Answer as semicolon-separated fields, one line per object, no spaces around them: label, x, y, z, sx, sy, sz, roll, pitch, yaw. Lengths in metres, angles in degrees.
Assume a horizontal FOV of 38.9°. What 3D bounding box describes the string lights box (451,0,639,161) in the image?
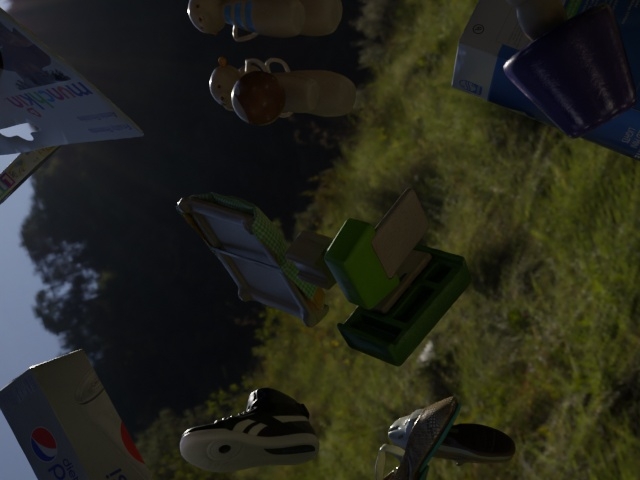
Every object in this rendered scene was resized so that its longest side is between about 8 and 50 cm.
string lights box;0.252;-0.145;0.726;0.133;0.260;0.077;-62;-12;-17

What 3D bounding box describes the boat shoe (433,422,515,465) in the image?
boat shoe;0.250;0.364;1.592;0.068;0.190;0.072;-50;-42;-47

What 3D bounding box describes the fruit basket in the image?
fruit basket;-0.364;-0.168;0.729;0.353;0.327;0.165;48;-123;-36

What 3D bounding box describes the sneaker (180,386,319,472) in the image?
sneaker;-0.117;0.279;1.368;0.079;0.217;0.121;-65;31;30

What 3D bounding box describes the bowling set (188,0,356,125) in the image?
bowling set;-0.078;-0.212;0.947;0.200;0.154;0.287;-55;-33;-42

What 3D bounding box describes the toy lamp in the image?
toy lamp;0.115;-0.195;0.585;0.274;0.080;0.080;61;-170;0

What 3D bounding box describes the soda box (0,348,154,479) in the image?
soda box;-0.301;0.292;1.179;0.286;0.091;0.098;59;-150;9

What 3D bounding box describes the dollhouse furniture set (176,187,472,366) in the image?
dollhouse furniture set;0.000;0.000;1.112;0.151;0.301;0.197;-49;-48;-23

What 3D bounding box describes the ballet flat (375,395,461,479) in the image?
ballet flat;0.105;0.255;1.084;0.073;0.067;0.206;-39;-28;-55

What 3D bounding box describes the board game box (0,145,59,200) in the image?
board game box;-0.421;-0.089;1.247;0.026;0.154;0.103;47;-159;-13
